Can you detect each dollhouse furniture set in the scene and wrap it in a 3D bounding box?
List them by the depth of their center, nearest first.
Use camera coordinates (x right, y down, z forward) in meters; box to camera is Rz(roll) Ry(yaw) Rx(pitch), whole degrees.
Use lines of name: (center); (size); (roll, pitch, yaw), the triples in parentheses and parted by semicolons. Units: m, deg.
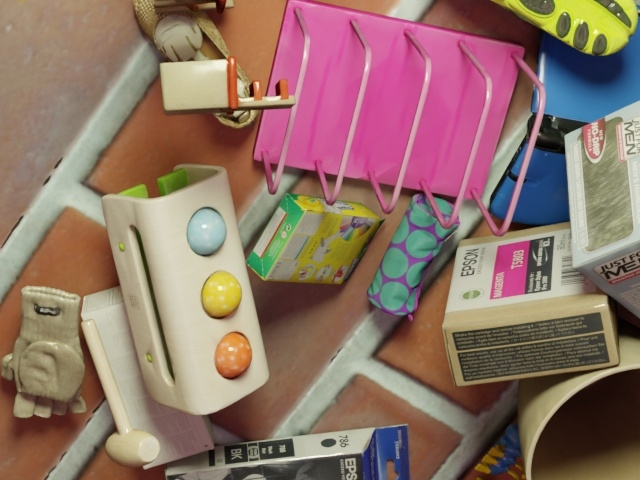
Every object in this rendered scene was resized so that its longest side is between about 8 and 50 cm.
dollhouse furniture set: (-0.106, -0.262, 1.397); (0.135, 0.262, 0.259); (-5, 92, -6)

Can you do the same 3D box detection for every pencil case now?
pencil case: (0.117, 0.020, 1.687); (0.070, 0.064, 0.152); (28, 110, 5)

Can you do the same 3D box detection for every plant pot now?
plant pot: (0.347, 0.200, 1.679); (0.256, 0.274, 0.256); (-3, 114, -6)

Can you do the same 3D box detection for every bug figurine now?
bug figurine: (0.299, 0.357, 1.856); (0.279, 0.072, 0.216); (30, 114, -23)

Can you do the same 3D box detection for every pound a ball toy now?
pound a ball toy: (-0.170, 0.094, 1.583); (0.208, 0.135, 0.319); (-27, 114, -40)

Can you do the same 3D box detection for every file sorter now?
file sorter: (0.089, -0.134, 1.550); (0.290, 0.182, 0.202); (10, 112, -10)

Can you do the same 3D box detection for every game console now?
game console: (0.377, -0.140, 1.666); (0.293, 0.173, 0.250); (10, 144, -10)

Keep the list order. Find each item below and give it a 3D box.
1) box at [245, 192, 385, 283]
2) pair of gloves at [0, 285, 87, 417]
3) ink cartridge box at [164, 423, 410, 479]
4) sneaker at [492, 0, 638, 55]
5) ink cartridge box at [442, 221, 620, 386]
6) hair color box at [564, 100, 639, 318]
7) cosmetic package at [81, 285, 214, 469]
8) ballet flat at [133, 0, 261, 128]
box: (0.000, 0.000, 1.639); (0.179, 0.043, 0.105); (8, 119, -52)
pair of gloves: (-0.409, 0.134, 1.682); (0.240, 0.042, 0.204); (4, 120, 4)
ink cartridge box: (-0.036, 0.347, 1.821); (0.332, 0.065, 0.165); (-8, 114, -4)
sneaker: (0.222, -0.307, 1.529); (0.295, 0.123, 0.109); (38, 101, -1)
ink cartridge box: (0.254, 0.069, 1.611); (0.193, 0.235, 0.088); (-9, 114, 15)
hair color box: (0.437, 0.017, 1.574); (0.113, 0.185, 0.374); (-25, 137, 35)
cosmetic package: (-0.217, 0.169, 1.719); (0.099, 0.060, 0.239); (-16, 114, 3)
ballet flat: (-0.137, -0.209, 1.554); (0.073, 0.067, 0.206); (-39, 112, 12)
